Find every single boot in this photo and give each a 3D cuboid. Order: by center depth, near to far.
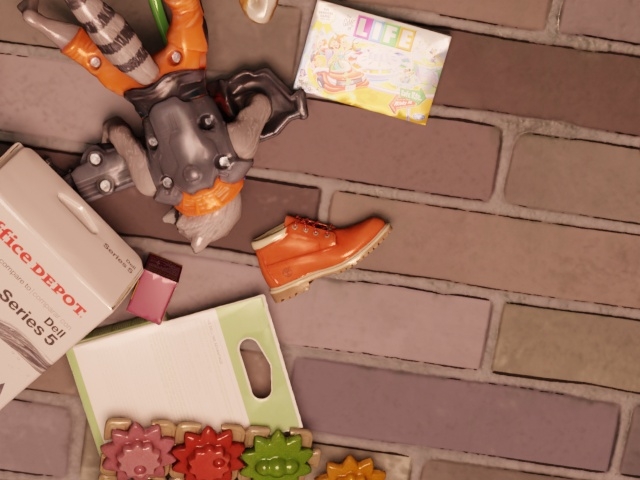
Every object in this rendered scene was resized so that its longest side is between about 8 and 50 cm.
[{"bbox_3d":[0.000,0.000,1.884,0.158,0.059,0.085,-26,97,6],"label":"boot"}]

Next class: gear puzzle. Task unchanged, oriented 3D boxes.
[{"bbox_3d":[-0.088,0.289,1.921,0.339,0.044,0.175,5,122,-12],"label":"gear puzzle"}]

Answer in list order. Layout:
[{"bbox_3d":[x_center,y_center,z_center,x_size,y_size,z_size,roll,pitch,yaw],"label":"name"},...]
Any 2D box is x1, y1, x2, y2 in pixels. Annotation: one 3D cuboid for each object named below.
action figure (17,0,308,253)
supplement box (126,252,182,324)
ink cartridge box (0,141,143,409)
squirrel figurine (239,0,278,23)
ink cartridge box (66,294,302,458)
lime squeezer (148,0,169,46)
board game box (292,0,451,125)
[{"bbox_3d":[-0.203,-0.128,1.786,0.341,0.178,0.330,-27,104,10],"label":"action figure"},{"bbox_3d":[-0.185,0.054,1.878,0.043,0.083,0.055,23,101,-6],"label":"supplement box"},{"bbox_3d":[-0.360,0.059,1.826,0.198,0.115,0.273,45,116,-9],"label":"ink cartridge box"},{"bbox_3d":[0.061,-0.358,1.637,0.370,0.281,0.397,-40,135,25],"label":"squirrel figurine"},{"bbox_3d":[-0.156,0.163,1.919,0.235,0.056,0.171,-16,103,-1],"label":"ink cartridge box"},{"bbox_3d":[-0.167,-0.343,1.814,0.110,0.059,0.310,5,105,-35],"label":"lime squeezer"},{"bbox_3d":[0.056,-0.198,1.853,0.154,0.026,0.103,15,102,-4],"label":"board game box"}]
